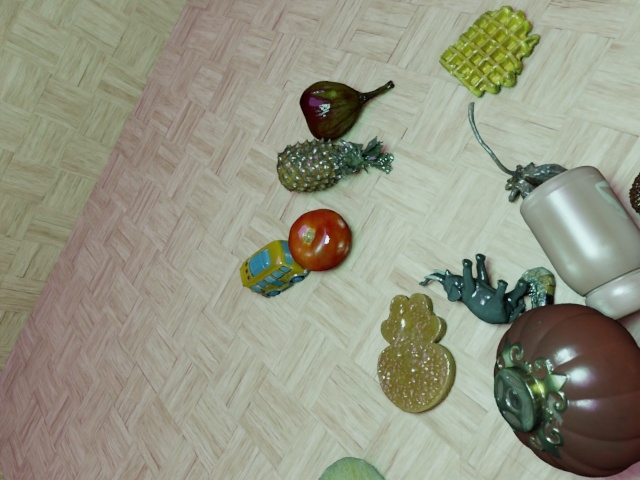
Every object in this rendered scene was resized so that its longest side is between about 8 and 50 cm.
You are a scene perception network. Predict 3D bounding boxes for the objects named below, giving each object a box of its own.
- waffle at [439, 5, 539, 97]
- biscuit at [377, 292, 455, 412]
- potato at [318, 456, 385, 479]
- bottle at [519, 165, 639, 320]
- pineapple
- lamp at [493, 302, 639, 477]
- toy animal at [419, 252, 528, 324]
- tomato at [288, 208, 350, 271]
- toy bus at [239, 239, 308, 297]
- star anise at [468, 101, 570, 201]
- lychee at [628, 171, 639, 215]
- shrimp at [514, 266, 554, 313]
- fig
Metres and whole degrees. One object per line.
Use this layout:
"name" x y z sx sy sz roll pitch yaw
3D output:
"waffle" 0.456 -0.490 1.292 0.229 0.057 0.219 -42 54 20
"biscuit" 0.230 0.275 1.230 0.201 0.044 0.289 -17 64 33
"potato" 0.072 0.640 1.187 0.202 0.182 0.117 45 143 21
"bottle" 0.558 0.008 0.977 0.206 0.173 0.297 -22 66 0
"pineapple" 0.041 -0.234 1.491 0.360 0.175 0.175 -3 73 25
"lamp" 0.456 0.265 0.902 0.303 0.256 0.304 174 90 -75
"toy animal" 0.347 0.100 1.148 0.269 0.082 0.137 27 124 40
"tomato" 0.000 0.000 1.444 0.195 0.136 0.195 -11 70 33
"toy bus" -0.151 0.085 1.537 0.209 0.136 0.126 -32 58 28
"star anise" 0.435 -0.191 1.116 0.148 0.227 0.219 -35 45 33
"lychee" 0.669 -0.096 0.956 0.129 0.123 0.124 119 142 -53
"shrimp" 0.473 0.138 1.093 0.091 0.034 0.161 -16 59 47
"fig" 0.062 -0.441 1.519 0.290 0.190 0.191 -38 55 24
